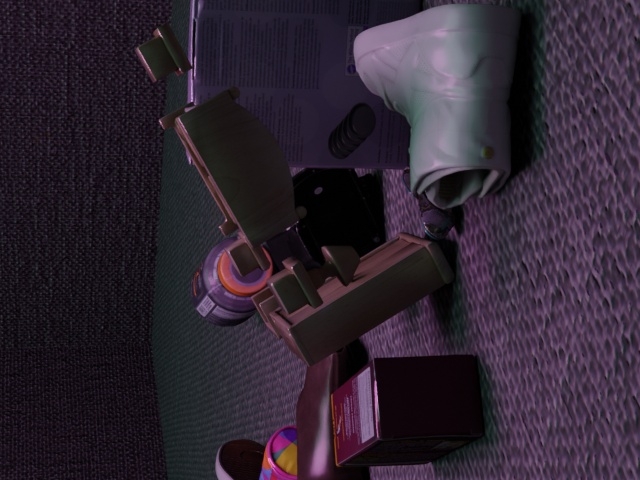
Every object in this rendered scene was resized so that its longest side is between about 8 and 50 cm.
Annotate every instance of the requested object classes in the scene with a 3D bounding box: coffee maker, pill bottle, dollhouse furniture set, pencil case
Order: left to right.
[{"bbox_3d":[-0.143,0.067,2.330,0.245,0.130,0.130,136,132,-73],"label":"pill bottle"},{"bbox_3d":[-0.037,-0.077,1.386,0.355,0.174,0.303,61,171,-10],"label":"dollhouse furniture set"},{"bbox_3d":[-0.045,0.369,1.980,0.236,0.104,0.104,102,162,-46],"label":"pencil case"},{"bbox_3d":[0.000,0.000,1.690,0.178,0.120,0.171,144,123,-76],"label":"coffee maker"}]

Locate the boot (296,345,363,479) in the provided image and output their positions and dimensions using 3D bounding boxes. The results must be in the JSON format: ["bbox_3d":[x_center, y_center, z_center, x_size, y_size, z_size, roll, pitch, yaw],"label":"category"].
[{"bbox_3d":[0.010,0.235,1.727,0.248,0.090,0.207,-111,21,-67],"label":"boot"}]

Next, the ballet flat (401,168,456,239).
[{"bbox_3d":[0.113,-0.046,1.378,0.114,0.041,0.041,-108,21,-52],"label":"ballet flat"}]

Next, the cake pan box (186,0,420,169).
[{"bbox_3d":[-0.020,-0.210,1.470,0.070,0.245,0.267,-128,38,-69],"label":"cake pan box"}]

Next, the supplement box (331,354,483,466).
[{"bbox_3d":[0.081,0.172,1.365,0.188,0.104,0.081,125,142,-69],"label":"supplement box"}]

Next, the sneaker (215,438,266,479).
[{"bbox_3d":[-0.119,0.444,2.296,0.290,0.106,0.123,-119,33,-62],"label":"sneaker"}]

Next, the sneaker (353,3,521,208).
[{"bbox_3d":[0.096,-0.113,1.270,0.292,0.108,0.169,-179,91,-76],"label":"sneaker"}]
